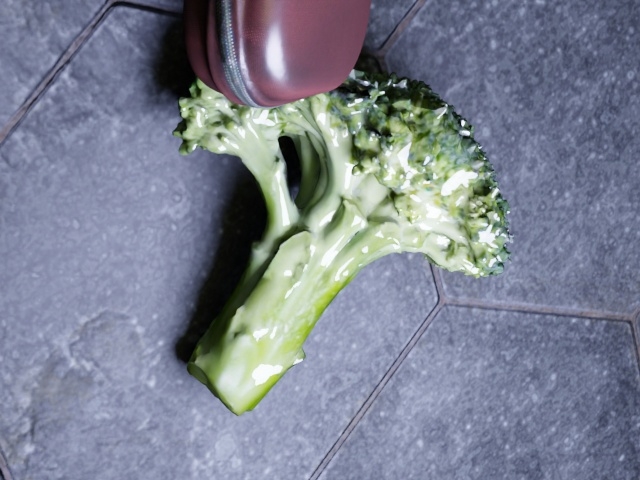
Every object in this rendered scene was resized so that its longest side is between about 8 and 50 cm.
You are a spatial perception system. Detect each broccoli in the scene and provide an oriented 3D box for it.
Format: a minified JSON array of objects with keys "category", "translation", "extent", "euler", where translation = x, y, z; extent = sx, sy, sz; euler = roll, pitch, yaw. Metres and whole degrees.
[{"category":"broccoli","translation":[0.035,0.002,1.389],"extent":[0.353,0.275,0.397],"euler":[5,95,14]}]

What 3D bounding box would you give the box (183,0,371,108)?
[{"category":"box","translation":[-0.020,-0.319,1.124],"extent":[0.263,0.108,0.404],"euler":[-25,125,-64]}]
